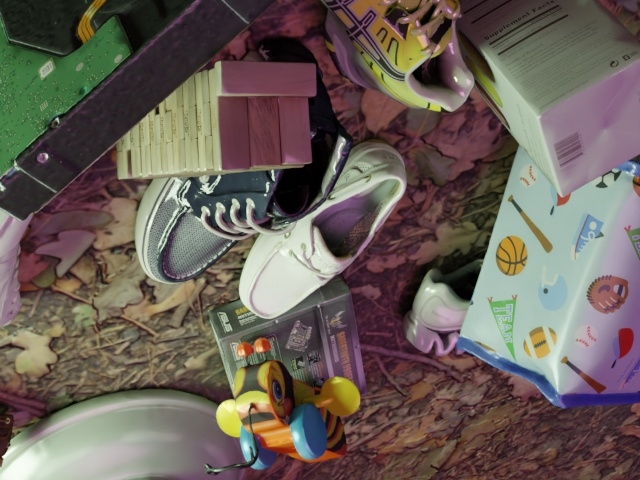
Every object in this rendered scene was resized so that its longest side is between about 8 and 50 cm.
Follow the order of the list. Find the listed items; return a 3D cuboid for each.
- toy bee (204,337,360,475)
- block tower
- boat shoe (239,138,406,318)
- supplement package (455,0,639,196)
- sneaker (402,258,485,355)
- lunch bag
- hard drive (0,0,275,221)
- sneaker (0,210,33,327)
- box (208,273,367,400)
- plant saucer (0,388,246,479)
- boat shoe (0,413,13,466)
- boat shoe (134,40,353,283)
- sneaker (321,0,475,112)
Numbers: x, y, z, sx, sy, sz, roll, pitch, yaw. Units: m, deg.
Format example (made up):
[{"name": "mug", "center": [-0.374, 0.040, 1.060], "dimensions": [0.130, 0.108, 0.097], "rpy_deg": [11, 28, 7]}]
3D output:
[{"name": "toy bee", "center": [-0.047, 0.205, 1.620], "dimensions": [0.195, 0.162, 0.298], "rpy_deg": [-9, 169, 2]}, {"name": "block tower", "center": [-0.113, -0.107, 1.223], "dimensions": [0.091, 0.335, 0.097], "rpy_deg": [-4, 91, -25]}, {"name": "boat shoe", "center": [0.000, 0.000, 1.539], "dimensions": [0.098, 0.096, 0.277], "rpy_deg": [32, 109, -23]}, {"name": "supplement package", "center": [0.248, -0.192, 1.385], "dimensions": [0.134, 0.244, 0.139], "rpy_deg": [-29, 137, -1]}, {"name": "sneaker", "center": [0.259, 0.083, 1.776], "dimensions": [0.292, 0.110, 0.118], "rpy_deg": [-6, 125, -23]}, {"name": "lunch bag", "center": [0.417, 0.037, 1.664], "dimensions": [0.386, 0.239, 0.327], "rpy_deg": [5, 109, -42]}, {"name": "hard drive", "center": [-0.190, -0.202, 1.147], "dimensions": [0.339, 0.237, 0.064], "rpy_deg": [-39, 135, 11]}, {"name": "sneaker", "center": [-0.378, 0.022, 1.385], "dimensions": [0.152, 0.114, 0.305], "rpy_deg": [6, 134, -50]}, {"name": "box", "center": [-0.039, 0.153, 1.713], "dimensions": [0.183, 0.056, 0.231], "rpy_deg": [-21, 138, -9]}, {"name": "plant saucer", "center": [-0.282, 0.375, 1.771], "dimensions": [0.401, 0.100, 0.400], "rpy_deg": [-15, 136, -15]}, {"name": "boat shoe", "center": [-0.470, 0.223, 1.550], "dimensions": [0.207, 0.073, 0.073], "rpy_deg": [23, 80, -45]}, {"name": "boat shoe", "center": [-0.093, -0.046, 1.411], "dimensions": [0.127, 0.158, 0.340], "rpy_deg": [10, 125, -35]}, {"name": "sneaker", "center": [0.068, -0.260, 1.243], "dimensions": [0.145, 0.147, 0.384], "rpy_deg": [-54, 151, -8]}]
